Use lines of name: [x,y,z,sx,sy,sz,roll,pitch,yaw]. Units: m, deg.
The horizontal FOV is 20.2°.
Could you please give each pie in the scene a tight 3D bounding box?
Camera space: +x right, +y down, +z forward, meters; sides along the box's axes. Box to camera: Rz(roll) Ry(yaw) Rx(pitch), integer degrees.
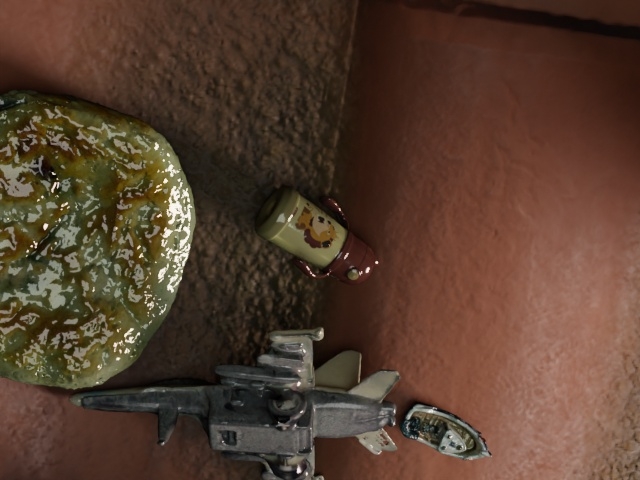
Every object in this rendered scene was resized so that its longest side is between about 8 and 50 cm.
pie: [-0.207,-0.003,1.386,0.240,0.054,0.241,-2,103,-8]

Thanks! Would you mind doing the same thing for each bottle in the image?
bottle: [0.001,-0.002,1.424,0.101,0.047,0.063,33,88,-17]

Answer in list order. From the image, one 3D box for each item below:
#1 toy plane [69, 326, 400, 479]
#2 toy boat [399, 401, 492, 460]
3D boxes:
toy plane: [-0.068,0.140,1.432,0.262,0.088,0.192,-5,133,-4]
toy boat: [0.105,0.162,1.491,0.083,0.038,0.038,24,100,-13]
